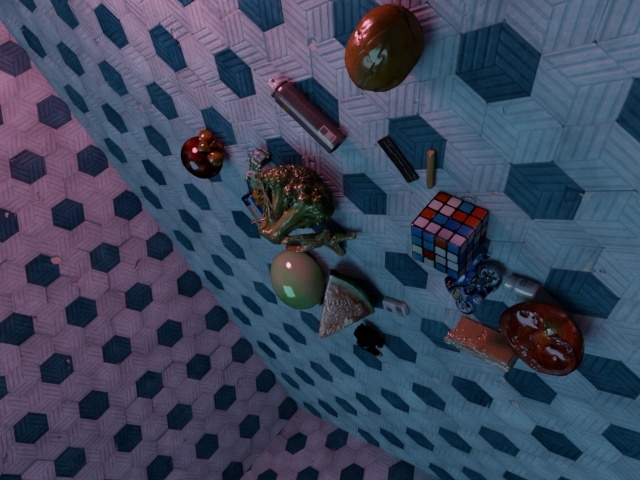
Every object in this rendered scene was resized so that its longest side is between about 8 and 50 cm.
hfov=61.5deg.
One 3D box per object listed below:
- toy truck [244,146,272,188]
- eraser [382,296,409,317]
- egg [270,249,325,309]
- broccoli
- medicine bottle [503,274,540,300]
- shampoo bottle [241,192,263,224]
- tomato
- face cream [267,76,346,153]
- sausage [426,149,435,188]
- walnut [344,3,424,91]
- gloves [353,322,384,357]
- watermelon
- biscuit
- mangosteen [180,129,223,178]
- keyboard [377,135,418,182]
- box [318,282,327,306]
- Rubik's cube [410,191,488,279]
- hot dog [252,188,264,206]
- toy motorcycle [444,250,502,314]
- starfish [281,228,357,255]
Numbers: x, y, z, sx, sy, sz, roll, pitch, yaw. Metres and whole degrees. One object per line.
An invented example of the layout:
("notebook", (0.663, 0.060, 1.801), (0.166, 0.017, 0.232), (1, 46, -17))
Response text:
("toy truck", (-0.230, -0.268, 2.014), (0.067, 0.081, 0.175), (37, 147, 16))
("eraser", (0.294, 0.259, 2.103), (0.105, 0.026, 0.065), (15, 144, 43))
("egg", (-0.099, 0.166, 2.296), (0.269, 0.220, 0.220), (57, 152, -4))
("broccoli", (-0.112, -0.129, 1.843), (0.304, 0.283, 0.321), (30, 170, 4))
("medicine bottle", (0.568, 0.132, 1.516), (0.089, 0.052, 0.052), (24, 147, 35))
("shampoo bottle", (-0.265, -0.120, 2.312), (0.087, 0.050, 0.183), (-3, 127, 52))
("tomato", (0.631, 0.257, 1.510), (0.233, 0.140, 0.200), (49, 149, 12))
("face cream", (-0.047, -0.382, 1.616), (0.283, 0.073, 0.073), (44, 153, 1))
("sausage", (0.300, -0.189, 1.464), (0.024, 0.024, 0.132), (27, 148, 30))
("walnut", (0.139, -0.422, 1.199), (0.167, 0.167, 0.207), (43, 145, 3))
("gloves", (0.231, 0.449, 2.406), (0.129, 0.106, 0.181), (23, 175, 38))
("watermelon", (0.114, 0.277, 2.216), (0.222, 0.318, 0.292), (9, -173, 6))
("biscuit", (0.540, 0.342, 1.789), (0.239, 0.108, 0.061), (22, 144, 36))
("mangosteen", (-0.466, -0.347, 2.165), (0.200, 0.200, 0.199), (33, 151, 21))
("keyboard", (0.221, -0.229, 1.532), (0.155, 0.010, 0.053), (51, 153, -13))
("box", (0.011, 0.246, 2.415), (0.035, 0.079, 0.083), (34, 152, 18))
("Rubik's cube", (0.356, -0.014, 1.490), (0.154, 0.155, 0.151), (28, 149, 31))
("hot dog", (-0.190, -0.183, 2.103), (0.115, 0.072, 0.269), (42, 154, -13))
("toy motorcycle", (0.455, 0.128, 1.632), (0.135, 0.092, 0.254), (46, 146, 17))
("starfish", (0.000, -0.004, 1.991), (0.299, 0.060, 0.302), (13, 159, -29))
